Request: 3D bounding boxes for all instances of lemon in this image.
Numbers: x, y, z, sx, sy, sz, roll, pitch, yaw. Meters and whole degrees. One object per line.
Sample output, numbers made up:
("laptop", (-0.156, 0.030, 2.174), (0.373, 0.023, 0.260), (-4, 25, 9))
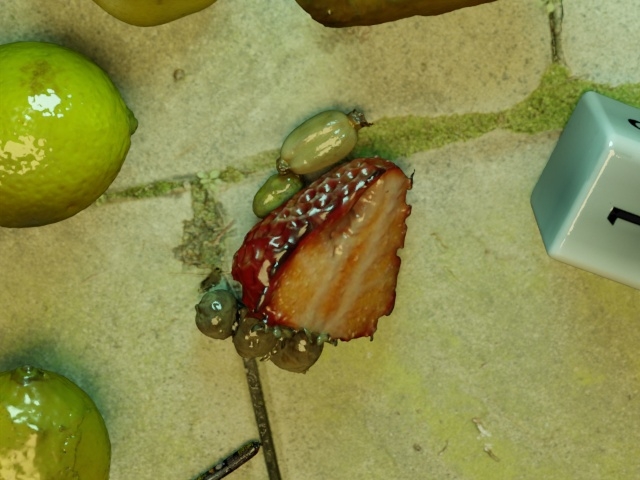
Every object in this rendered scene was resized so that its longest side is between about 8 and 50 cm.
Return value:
("lemon", (-0.388, -0.140, 1.740), (0.267, 0.267, 0.267), (0, 117, 0))
("lemon", (-0.439, 0.321, 1.975), (0.253, 0.253, 0.310), (5, 109, -2))

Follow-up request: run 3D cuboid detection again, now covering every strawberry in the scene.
("strawberry", (-0.015, 0.007, 1.866), (0.253, 0.150, 0.280), (-7, 118, -36))

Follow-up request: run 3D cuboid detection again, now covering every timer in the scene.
("timer", (0.422, -0.063, 1.803), (0.195, 0.192, 0.194), (18, 115, -9))

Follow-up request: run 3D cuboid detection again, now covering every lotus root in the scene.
("lotus root", (0.003, -0.140, 1.840), (0.150, 0.062, 0.073), (-30, 90, 13))

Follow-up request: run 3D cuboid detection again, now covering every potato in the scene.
("potato", (-0.062, -0.069, 1.886), (0.092, 0.045, 0.046), (-39, 77, 17))

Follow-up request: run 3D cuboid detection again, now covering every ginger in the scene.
("ginger", (-0.092, 0.132, 1.965), (0.204, 0.080, 0.104), (20, 136, -11))

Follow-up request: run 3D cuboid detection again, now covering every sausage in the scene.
("sausage", (-0.170, 0.376, 2.121), (0.198, 0.028, 0.025), (-35, 123, 18))

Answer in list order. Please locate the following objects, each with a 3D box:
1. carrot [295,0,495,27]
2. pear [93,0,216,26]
("carrot", (0.110, -0.389, 1.615), (0.340, 0.241, 0.241), (-7, 117, 1))
("pear", (-0.216, -0.351, 1.680), (0.267, 0.267, 0.178), (6, 141, -3))
